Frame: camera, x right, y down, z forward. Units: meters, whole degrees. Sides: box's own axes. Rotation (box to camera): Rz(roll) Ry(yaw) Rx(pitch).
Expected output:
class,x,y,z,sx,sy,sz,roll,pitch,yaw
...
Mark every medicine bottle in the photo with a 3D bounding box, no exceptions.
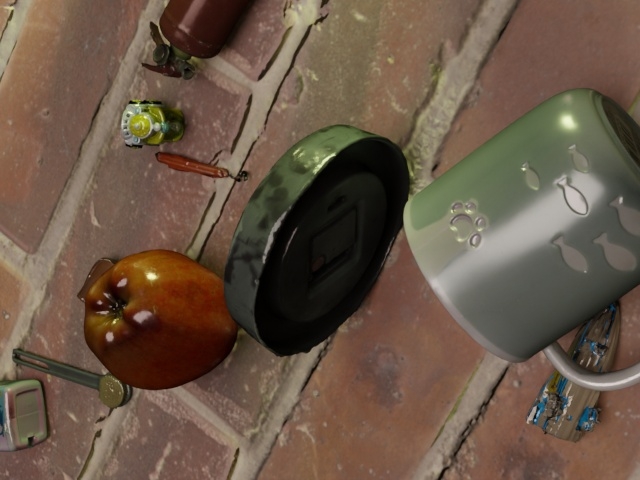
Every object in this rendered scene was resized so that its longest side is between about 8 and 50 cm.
class,x,y,z,sx,sy,sz,roll,pitch,yaw
medicine bottle,-0.582,0.309,1.989,0.187,0.094,0.119,-6,91,28

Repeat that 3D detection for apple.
class,x,y,z,sx,sy,sz,roll,pitch,yaw
apple,-0.249,0.120,1.721,0.233,0.234,0.234,4,98,28

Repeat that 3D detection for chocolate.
class,x,y,z,sx,sy,sz,roll,pitch,yaw
chocolate,-0.356,0.072,1.877,0.064,0.031,0.101,34,116,2

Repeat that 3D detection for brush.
class,x,y,z,sx,sy,sz,roll,pitch,yaw
brush,-0.436,0.230,1.940,0.266,0.027,0.062,13,101,27

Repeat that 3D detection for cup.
class,x,y,z,sx,sy,sz,roll,pitch,yaw
cup,0.317,0.012,1.389,0.274,0.259,0.357,-39,89,26

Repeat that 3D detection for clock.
class,x,y,z,sx,sy,sz,roll,pitch,yaw
clock,0.000,0.000,1.514,0.067,0.325,0.325,30,109,29

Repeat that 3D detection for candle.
class,x,y,z,sx,sy,sz,roll,pitch,yaw
candle,-0.184,-0.112,1.769,0.167,0.021,0.026,15,129,25

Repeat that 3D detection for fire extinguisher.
class,x,y,z,sx,sy,sz,roll,pitch,yaw
fire extinguisher,-0.171,-0.375,1.691,0.337,0.106,0.147,-54,46,22

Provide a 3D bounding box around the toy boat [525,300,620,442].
class,x,y,z,sx,sy,sz,roll,pitch,yaw
toy boat,0.349,0.173,1.496,0.084,0.066,0.210,21,98,-10

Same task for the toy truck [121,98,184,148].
class,x,y,z,sx,sy,sz,roll,pitch,yaw
toy truck,-0.257,-0.178,1.750,0.076,0.111,0.076,9,101,21
